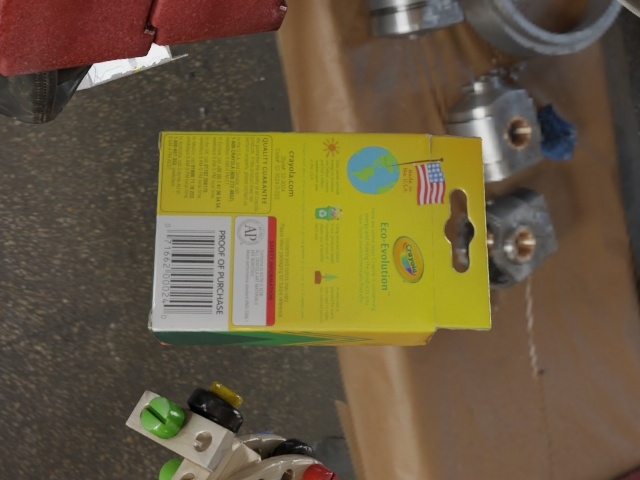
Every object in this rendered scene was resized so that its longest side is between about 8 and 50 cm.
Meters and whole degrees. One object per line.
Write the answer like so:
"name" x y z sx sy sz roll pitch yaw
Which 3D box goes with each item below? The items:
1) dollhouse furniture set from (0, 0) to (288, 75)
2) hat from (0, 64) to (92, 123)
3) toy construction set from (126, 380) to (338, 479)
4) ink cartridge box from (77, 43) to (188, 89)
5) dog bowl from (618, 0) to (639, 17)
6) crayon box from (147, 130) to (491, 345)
"dollhouse furniture set" -0.065 -0.253 0.366 0.152 0.374 0.201 -19 69 -32
"hat" -0.219 -0.164 0.725 0.134 0.331 0.331 35 71 4
"toy construction set" -0.109 0.284 0.979 0.257 0.309 0.237 -35 136 -2
"ink cartridge box" -0.241 -0.209 1.134 0.181 0.104 0.061 -35 116 -55
"dog bowl" 0.217 -0.245 0.389 0.349 0.102 0.348 -2 118 -3
"crayon box" 0.000 0.000 1.005 0.319 0.081 0.202 1 74 -1
